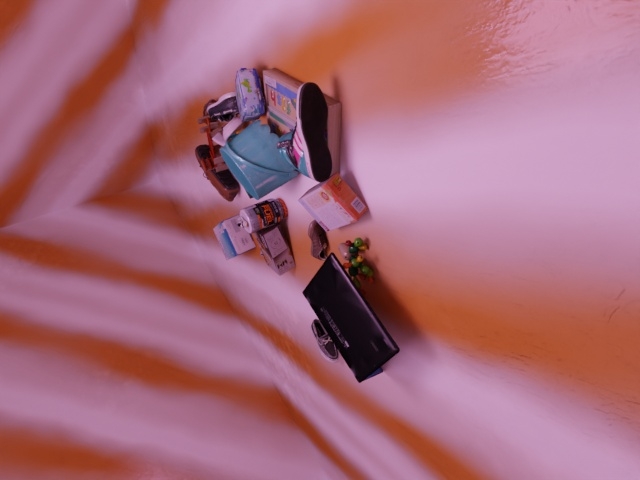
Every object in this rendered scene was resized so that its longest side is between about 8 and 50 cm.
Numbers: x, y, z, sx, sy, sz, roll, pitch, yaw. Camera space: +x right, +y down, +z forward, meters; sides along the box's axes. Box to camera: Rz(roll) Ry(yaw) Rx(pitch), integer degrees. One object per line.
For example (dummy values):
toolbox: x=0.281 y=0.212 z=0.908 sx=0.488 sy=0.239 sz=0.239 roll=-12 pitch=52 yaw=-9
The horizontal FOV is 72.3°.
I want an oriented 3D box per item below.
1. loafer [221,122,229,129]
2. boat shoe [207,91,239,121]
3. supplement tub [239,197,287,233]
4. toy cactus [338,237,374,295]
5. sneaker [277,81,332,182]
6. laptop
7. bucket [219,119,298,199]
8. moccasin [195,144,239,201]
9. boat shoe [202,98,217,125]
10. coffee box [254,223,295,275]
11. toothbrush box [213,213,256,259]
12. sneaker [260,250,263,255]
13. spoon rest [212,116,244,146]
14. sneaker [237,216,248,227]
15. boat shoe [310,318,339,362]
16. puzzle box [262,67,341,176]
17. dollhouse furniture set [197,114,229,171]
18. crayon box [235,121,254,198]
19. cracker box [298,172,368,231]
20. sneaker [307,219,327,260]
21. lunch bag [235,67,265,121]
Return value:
loafer: x=-0.430 y=-0.500 z=2.113 sx=0.148 sy=0.050 sz=0.056 roll=58 pitch=153 yaw=17
boat shoe: x=-0.432 y=-0.581 z=1.978 sx=0.302 sy=0.114 sz=0.091 roll=-2 pitch=103 yaw=63
supplement tub: x=-0.247 y=-0.114 z=1.923 sx=0.117 sy=0.190 sz=0.117 roll=44 pitch=147 yaw=38
toy cactus: x=0.108 y=0.073 z=1.526 sx=0.180 sy=0.112 sz=0.219 roll=50 pitch=160 yaw=50
sneaker: x=-0.059 y=-0.337 z=1.354 sx=0.178 sy=0.124 sz=0.295 roll=24 pitch=130 yaw=45
laptop: x=0.138 y=0.278 z=1.577 sx=0.382 sy=0.236 sz=0.408 roll=55 pitch=139 yaw=21
bucket: x=-0.240 y=-0.302 z=1.674 sx=0.281 sy=0.183 sz=0.281 roll=48 pitch=168 yaw=14
moccasin: x=-0.575 y=-0.376 z=2.415 sx=0.380 sy=0.139 sz=0.147 roll=49 pitch=142 yaw=14
boat shoe: x=-0.562 y=-0.653 z=2.211 sx=0.073 sy=0.073 sz=0.207 roll=61 pitch=154 yaw=7
coffee box: x=-0.221 y=0.023 z=2.053 sx=0.141 sy=0.098 sz=0.246 roll=33 pitch=148 yaw=47
toothbrush box: x=-0.513 y=-0.015 z=2.586 sx=0.295 sy=0.126 sz=0.216 roll=-21 pitch=93 yaw=64
sneaker: x=-0.278 y=0.037 z=2.235 sx=0.190 sy=0.083 sz=0.071 roll=52 pitch=152 yaw=30
spoon rest: x=-0.407 y=-0.485 z=1.988 sx=0.084 sy=0.137 sz=0.276 roll=47 pitch=157 yaw=-20
sneaker: x=-0.341 y=-0.077 z=1.869 sx=0.083 sy=0.037 sz=0.031 roll=34 pitch=141 yaw=51
boat shoe: x=0.019 y=0.463 z=2.026 sx=0.219 sy=0.078 sz=0.070 roll=54 pitch=153 yaw=28
puzzle box: x=-0.070 y=-0.401 z=1.508 sx=0.409 sy=0.052 sz=0.272 roll=42 pitch=146 yaw=41
dollhouse furniture set: x=-0.547 y=-0.457 z=2.217 sx=0.259 sy=0.135 sz=0.262 roll=106 pitch=142 yaw=-67
crayon box: x=-0.311 y=-0.359 z=1.969 sx=0.202 sy=0.081 sz=0.318 roll=58 pitch=153 yaw=17
cracker box: x=0.036 y=-0.122 z=1.465 sx=0.155 sy=0.067 sz=0.232 roll=47 pitch=156 yaw=-12
sneaker: x=0.000 y=0.000 z=1.715 sx=0.071 sy=0.066 sz=0.188 roll=27 pitch=142 yaw=29
lunch bag: x=-0.273 y=-0.554 z=1.670 sx=0.219 sy=0.090 sz=0.176 roll=-159 pitch=57 yaw=-75
